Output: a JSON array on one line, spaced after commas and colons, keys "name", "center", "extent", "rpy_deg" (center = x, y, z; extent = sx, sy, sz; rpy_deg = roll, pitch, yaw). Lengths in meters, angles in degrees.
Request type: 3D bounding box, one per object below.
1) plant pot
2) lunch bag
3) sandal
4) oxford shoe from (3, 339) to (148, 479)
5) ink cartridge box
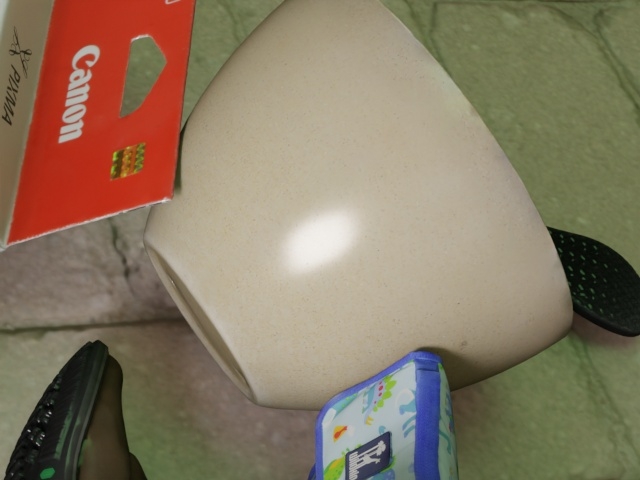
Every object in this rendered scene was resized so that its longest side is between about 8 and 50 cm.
[{"name": "plant pot", "center": [0.000, 0.000, 1.261], "extent": [0.191, 0.284, 0.284], "rpy_deg": [-35, 64, -10]}, {"name": "lunch bag", "center": [0.042, 0.159, 1.175], "extent": [0.096, 0.151, 0.129], "rpy_deg": [12, 45, -13]}, {"name": "sandal", "center": [0.161, 0.020, 1.439], "extent": [0.179, 0.040, 0.067], "rpy_deg": [25, 49, -6]}, {"name": "oxford shoe", "center": [-0.135, 0.158, 1.167], "extent": [0.096, 0.083, 0.227], "rpy_deg": [27, 40, -25]}, {"name": "ink cartridge box", "center": [-0.205, -0.103, 1.294], "extent": [0.239, 0.060, 0.275], "rpy_deg": [-17, 42, 18]}]
